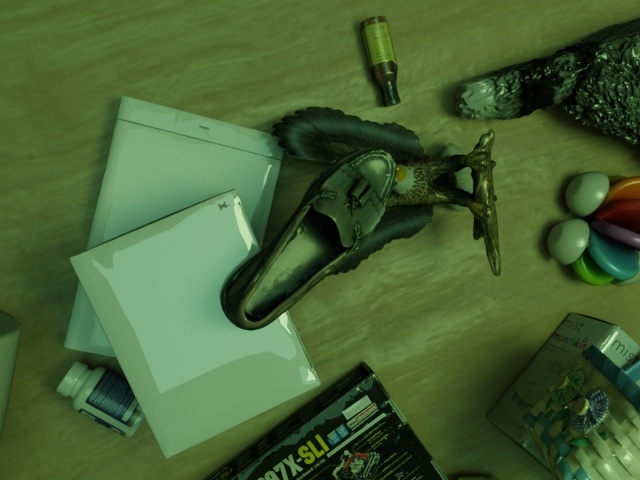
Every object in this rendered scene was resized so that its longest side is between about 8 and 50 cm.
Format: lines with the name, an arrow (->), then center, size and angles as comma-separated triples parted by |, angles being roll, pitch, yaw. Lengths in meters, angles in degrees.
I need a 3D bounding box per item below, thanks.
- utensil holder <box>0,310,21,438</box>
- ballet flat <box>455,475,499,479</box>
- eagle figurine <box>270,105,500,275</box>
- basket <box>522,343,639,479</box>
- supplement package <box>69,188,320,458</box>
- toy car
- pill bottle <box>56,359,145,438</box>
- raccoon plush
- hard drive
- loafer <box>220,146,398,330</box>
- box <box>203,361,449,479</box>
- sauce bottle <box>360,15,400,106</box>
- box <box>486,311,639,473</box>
utensil holder -> -0.539, 0.260, 0.638 | 0.328, 0.327, 0.385 | 13, 88, -10
ballet flat -> 0.283, 0.412, 0.923 | 0.168, 0.057, 0.052 | 38, 59, -13
eagle figurine -> 0.093, -0.076, 0.809 | 0.298, 0.225, 0.226 | -3, 52, 18
basket -> 0.417, 0.224, 0.702 | 0.289, 0.255, 0.201 | -33, 94, 6
supplement package -> -0.151, 0.093, 0.730 | 0.204, 0.145, 0.261 | -24, 97, -8
toy car -> 0.457, -0.015, 0.878 | 0.159, 0.136, 0.182 | 22, 89, -10
pill bottle -> -0.299, 0.217, 0.798 | 0.120, 0.067, 0.067 | 34, 87, -10
raccoon plush -> 0.458, -0.167, 0.887 | 0.447, 0.216, 0.299 | -12, 110, 19
hard drive -> -0.201, -0.001, 0.813 | 0.233, 0.047, 0.353 | 13, 91, -10
loafer -> 0.000, 0.000, 0.641 | 0.096, 0.084, 0.267 | 44, 81, -11
box -> 0.014, 0.381, 0.857 | 0.322, 0.079, 0.257 | -36, 97, -6
sauce bottle -> 0.092, -0.263, 0.851 | 0.042, 0.042, 0.128 | -14, 98, -9
box -> 0.445, 0.286, 0.898 | 0.262, 0.127, 0.231 | 40, 86, -9
